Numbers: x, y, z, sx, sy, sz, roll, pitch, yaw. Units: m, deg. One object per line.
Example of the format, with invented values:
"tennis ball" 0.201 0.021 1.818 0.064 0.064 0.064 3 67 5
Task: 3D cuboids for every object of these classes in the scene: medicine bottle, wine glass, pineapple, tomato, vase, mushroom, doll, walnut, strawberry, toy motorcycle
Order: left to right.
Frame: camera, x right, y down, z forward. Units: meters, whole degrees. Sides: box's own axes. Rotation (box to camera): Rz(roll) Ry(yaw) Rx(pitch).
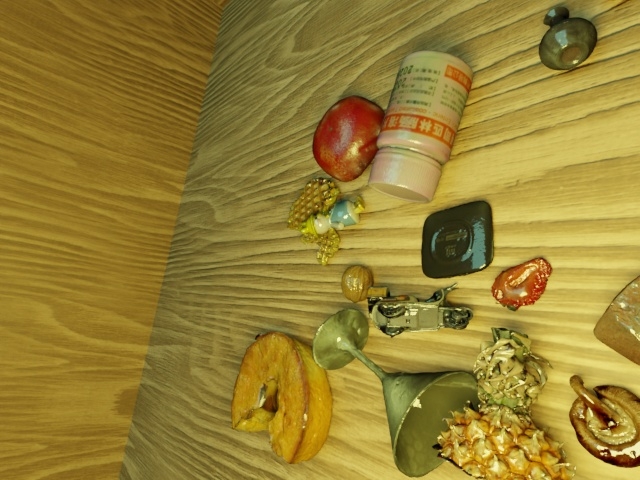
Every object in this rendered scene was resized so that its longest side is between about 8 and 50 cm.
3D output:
"doll" 0.043 -0.076 1.398 0.241 0.099 0.135 -19 63 14
"tomato" 0.080 -0.390 1.483 0.338 0.144 0.338 -18 66 45
"walnut" 0.116 0.139 1.280 0.105 0.105 0.124 10 87 50
"wine glass" 0.160 0.351 1.040 0.406 0.267 0.267 28 98 52
"toy motorcycle" 0.250 0.174 1.031 0.263 0.157 0.090 -2 115 13
"medicine bottle" 0.283 -0.318 1.165 0.219 0.219 0.388 18 89 50
"pineapple" 0.373 0.313 0.802 0.262 0.262 0.271 -1 74 48
"strawberry" 0.466 0.100 0.938 0.152 0.048 0.104 -57 46 21
"vase" 0.591 -0.500 0.979 0.120 0.120 0.182 -28 42 40
"mushroom" 0.535 0.330 0.752 0.135 0.080 0.170 -38 49 17

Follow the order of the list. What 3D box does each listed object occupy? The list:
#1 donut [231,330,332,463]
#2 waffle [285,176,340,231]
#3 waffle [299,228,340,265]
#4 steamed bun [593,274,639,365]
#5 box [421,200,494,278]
"donut" -0.117 0.511 1.359 0.435 0.163 0.377 7 80 51
"waffle" -0.038 -0.139 1.557 0.243 0.059 0.237 15 76 55
"waffle" 0.002 0.001 1.492 0.149 0.051 0.194 -46 47 22
"steamed bun" 0.604 0.143 0.720 0.175 0.106 0.145 -58 42 12
"box" 0.364 0.000 1.093 0.212 0.042 0.201 -14 68 46
